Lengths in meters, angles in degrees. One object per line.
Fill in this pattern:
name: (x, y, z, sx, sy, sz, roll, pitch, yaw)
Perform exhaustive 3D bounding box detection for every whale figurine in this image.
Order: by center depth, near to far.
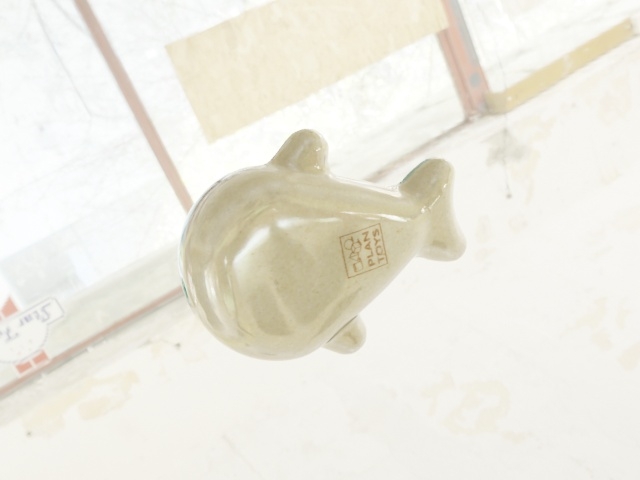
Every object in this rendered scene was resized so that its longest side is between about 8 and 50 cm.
whale figurine: (0.000, 0.000, 0.703, 0.272, 0.216, 0.141, -19, -164, -18)
